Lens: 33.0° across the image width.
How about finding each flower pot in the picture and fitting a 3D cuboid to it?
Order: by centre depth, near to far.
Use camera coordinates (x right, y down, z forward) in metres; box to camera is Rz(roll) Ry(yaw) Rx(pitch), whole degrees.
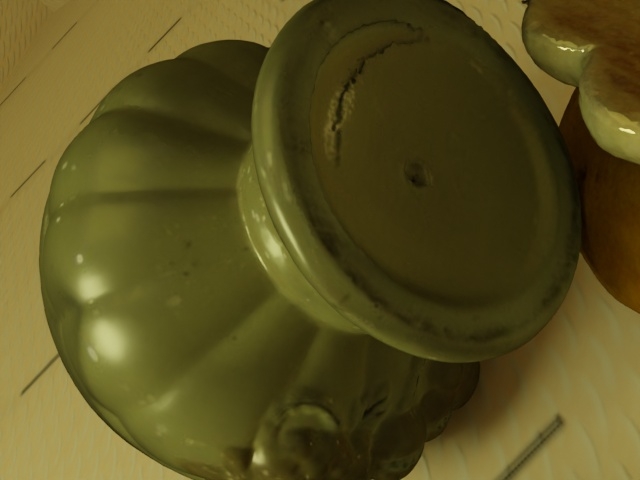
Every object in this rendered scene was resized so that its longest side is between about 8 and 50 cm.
[{"bbox_3d":[0.000,0.000,0.656,0.244,0.307,0.307,-32,28,52],"label":"flower pot"}]

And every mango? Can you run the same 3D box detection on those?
[{"bbox_3d":[0.211,-0.041,0.633,0.147,0.109,0.227,-30,34,22],"label":"mango"}]

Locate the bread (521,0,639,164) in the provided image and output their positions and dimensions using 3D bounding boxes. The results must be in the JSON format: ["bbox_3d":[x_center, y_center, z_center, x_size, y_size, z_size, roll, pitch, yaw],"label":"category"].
[{"bbox_3d":[0.267,-0.123,0.582,0.316,0.054,0.316,-6,42,5],"label":"bread"}]
